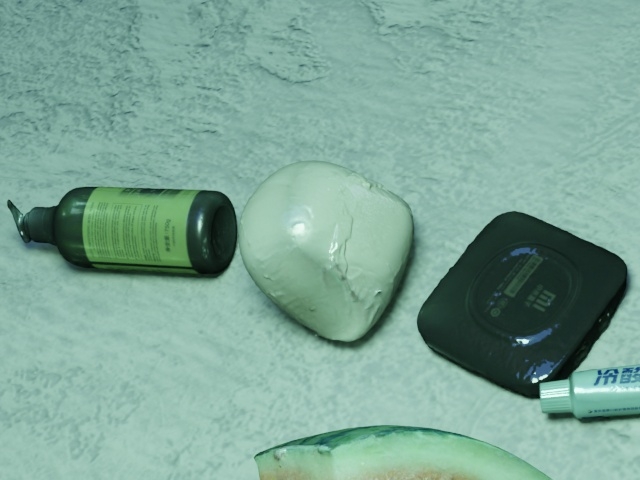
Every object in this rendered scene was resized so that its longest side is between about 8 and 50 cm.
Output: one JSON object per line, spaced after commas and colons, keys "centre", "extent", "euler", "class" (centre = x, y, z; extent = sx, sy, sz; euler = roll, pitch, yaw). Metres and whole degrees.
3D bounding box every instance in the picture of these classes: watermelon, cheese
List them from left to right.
{"centre": [0.000, 0.000, 2.028], "extent": [0.154, 0.189, 0.198], "euler": [-27, 32, 43], "class": "cheese"}
{"centre": [0.091, 0.281, 1.623], "extent": [0.250, 0.283, 0.293], "euler": [-40, 44, 26], "class": "watermelon"}

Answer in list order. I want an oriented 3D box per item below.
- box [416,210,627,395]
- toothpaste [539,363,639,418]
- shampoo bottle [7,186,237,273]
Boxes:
{"centre": [0.220, 0.063, 1.973], "extent": [0.201, 0.042, 0.212], "euler": [25, 61, 34], "class": "box"}
{"centre": [0.374, 0.149, 1.837], "extent": [0.297, 0.048, 0.075], "euler": [-6, 43, 10], "class": "toothpaste"}
{"centre": [-0.245, -0.015, 2.176], "extent": [0.284, 0.101, 0.101], "euler": [2, 49, 22], "class": "shampoo bottle"}
